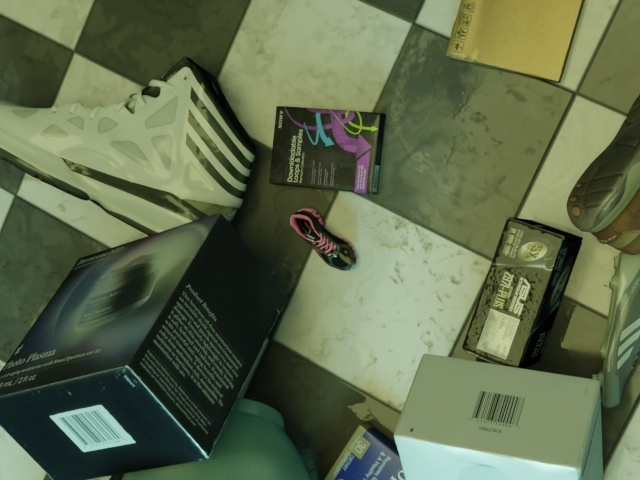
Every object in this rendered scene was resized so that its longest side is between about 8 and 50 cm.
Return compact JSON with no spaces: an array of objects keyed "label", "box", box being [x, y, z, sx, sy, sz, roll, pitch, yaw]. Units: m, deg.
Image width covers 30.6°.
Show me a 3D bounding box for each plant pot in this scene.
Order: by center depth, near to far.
[{"label":"plant pot","box":[-0.141,0.332,1.612,0.293,0.293,0.196,-10,60,21]}]

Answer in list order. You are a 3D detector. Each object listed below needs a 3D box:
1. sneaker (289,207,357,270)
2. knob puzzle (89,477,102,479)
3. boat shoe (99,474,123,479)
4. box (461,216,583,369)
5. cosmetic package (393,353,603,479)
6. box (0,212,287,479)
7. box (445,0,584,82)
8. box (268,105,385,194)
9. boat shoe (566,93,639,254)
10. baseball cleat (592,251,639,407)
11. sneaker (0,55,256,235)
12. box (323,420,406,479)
[{"label":"sneaker","box":[0.000,0.000,1.658,0.119,0.057,0.047,42,102,15]},{"label":"knob puzzle","box":[-0.337,0.415,1.801,0.213,0.030,0.213,0,90,21]},{"label":"boat shoe","box":[-0.311,0.473,1.723,0.113,0.127,0.340,24,107,7]},{"label":"box","box":[0.262,0.067,1.505,0.077,0.147,0.180,21,96,20]},{"label":"cosmetic package","box":[0.230,0.274,1.463,0.224,0.138,0.224,7,137,21]},{"label":"box","box":[-0.248,0.145,1.576,0.296,0.294,0.183,-16,121,35]},{"label":"box","box":[0.272,-0.326,1.572,0.164,0.021,0.201,17,95,21]},{"label":"box","box":[0.008,-0.130,1.671,0.162,0.029,0.116,6,92,23]},{"label":"boat shoe","box":[0.446,-0.123,1.465,0.116,0.123,0.324,37,95,-16]},{"label":"baseball cleat","box":[0.409,0.117,1.488,0.109,0.072,0.206,7,96,15]},{"label":"sneaker","box":[-0.292,-0.173,1.742,0.447,0.169,0.257,26,90,12]},{"label":"box","box":[0.111,0.373,1.622,0.225,0.036,0.136,35,102,17]}]
